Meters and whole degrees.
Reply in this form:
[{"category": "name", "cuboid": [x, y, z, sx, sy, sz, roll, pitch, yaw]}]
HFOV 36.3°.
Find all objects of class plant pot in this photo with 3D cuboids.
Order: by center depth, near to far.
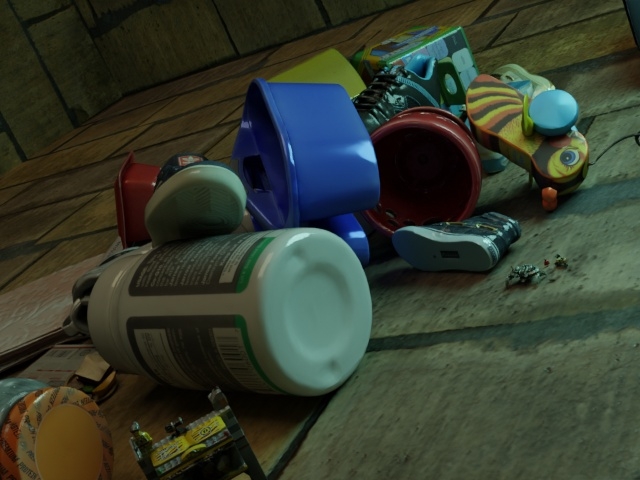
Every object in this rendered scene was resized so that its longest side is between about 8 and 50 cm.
[{"category": "plant pot", "cuboid": [0.153, -0.106, 1.493, 0.191, 0.191, 0.174, -18, 12, 16]}, {"category": "plant pot", "cuboid": [0.012, -0.236, 1.981, 0.212, 0.212, 0.187, -29, 32, -14]}]

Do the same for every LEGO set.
[{"category": "LEGO set", "cuboid": [-0.142, 0.271, 0.830, 0.331, 0.192, 0.255, -25, 19, -3]}, {"category": "LEGO set", "cuboid": [0.268, 0.034, 1.225, 0.083, 0.023, 0.054, -31, 20, -18]}]

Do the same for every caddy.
[{"category": "caddy", "cuboid": [-0.043, -0.090, 1.417, 0.179, 0.241, 0.341, -4, 39, -15]}]

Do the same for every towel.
[{"category": "towel", "cuboid": [-0.544, 0.152, 1.819, 0.317, 0.053, 0.332, -23, 20, 1]}]

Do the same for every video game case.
[{"category": "video game case", "cuboid": [-0.447, 0.249, 1.494, 0.204, 0.025, 0.285, -6, 26, 41]}]

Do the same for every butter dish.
[{"category": "butter dish", "cuboid": [-0.305, -0.072, 1.772, 0.118, 0.159, 0.160, -1, 21, -2]}]

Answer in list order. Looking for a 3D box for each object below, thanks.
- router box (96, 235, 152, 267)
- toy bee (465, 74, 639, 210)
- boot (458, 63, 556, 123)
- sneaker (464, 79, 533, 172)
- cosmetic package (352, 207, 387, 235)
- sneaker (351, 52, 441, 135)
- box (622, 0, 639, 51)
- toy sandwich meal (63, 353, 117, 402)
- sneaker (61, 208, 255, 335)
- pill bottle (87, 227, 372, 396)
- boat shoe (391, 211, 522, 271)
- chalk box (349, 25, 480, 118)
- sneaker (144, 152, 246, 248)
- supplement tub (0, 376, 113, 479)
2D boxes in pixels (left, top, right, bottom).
[{"category": "router box", "cuboid": [-0.239, -0.032, 1.898, 0.301, 0.082, 0.335, -19, 20, 15]}, {"category": "toy bee", "cuboid": [0.324, -0.134, 1.400, 0.298, 0.195, 0.162, 14, 66, 45]}, {"category": "boot", "cuboid": [0.327, -0.258, 1.834, 0.165, 0.077, 0.213, -28, 26, -9]}, {"category": "sneaker", "cuboid": [0.310, -0.202, 1.673, 0.088, 0.092, 0.228, -5, 31, 35]}, {"category": "cosmetic package", "cuboid": [0.000, 0.000, 1.567, 0.099, 0.060, 0.239, -2, 29, 45]}, {"category": "sneaker", "cuboid": [0.096, -0.232, 1.686, 0.125, 0.139, 0.341, 20, 31, 29]}, {"category": "box", "cuboid": [0.693, -0.433, 1.716, 0.296, 0.182, 0.294, -17, 22, 19]}, {"category": "toy sandwich meal", "cuboid": [-0.338, 0.204, 1.435, 0.086, 0.029, 0.085, 0, 37, 0]}, {"category": "sneaker", "cuboid": [-0.248, 0.059, 1.572, 0.366, 0.137, 0.210, -22, 13, 21]}, {"category": "pill bottle", "cuboid": [-0.129, 0.093, 1.262, 0.361, 0.204, 0.204, -4, 28, 43]}, {"category": "boat shoe", "cuboid": [0.189, 0.000, 1.357, 0.083, 0.065, 0.183, -35, 28, -34]}, {"category": "chalk box", "cuboid": [0.210, -0.321, 1.982, 0.179, 0.180, 0.289, -27, 18, -9]}, {"category": "sneaker", "cuboid": [-0.180, -0.070, 1.359, 0.131, 0.148, 0.350, 6, -18, -14]}, {"category": "supplement tub", "cuboid": [-0.413, 0.268, 1.153, 0.316, 0.193, 0.193, -14, 22, 29]}]
